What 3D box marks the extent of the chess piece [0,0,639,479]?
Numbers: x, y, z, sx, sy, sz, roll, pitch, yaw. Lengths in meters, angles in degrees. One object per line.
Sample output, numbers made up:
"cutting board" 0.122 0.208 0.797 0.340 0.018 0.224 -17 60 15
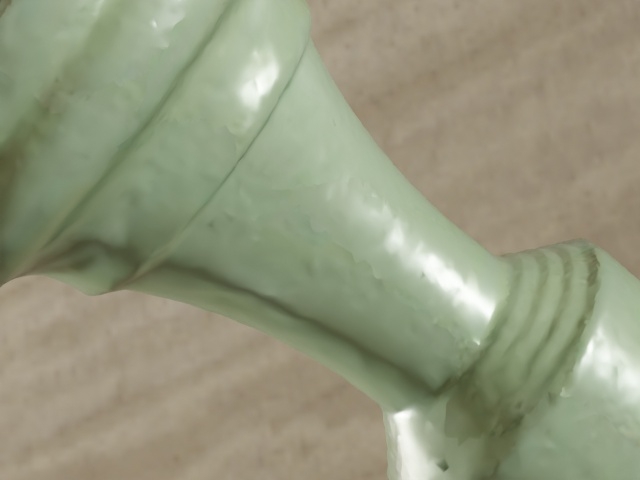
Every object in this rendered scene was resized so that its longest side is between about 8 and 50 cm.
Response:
"chess piece" 0.000 0.000 0.701 0.299 0.195 0.194 37 -45 -14
